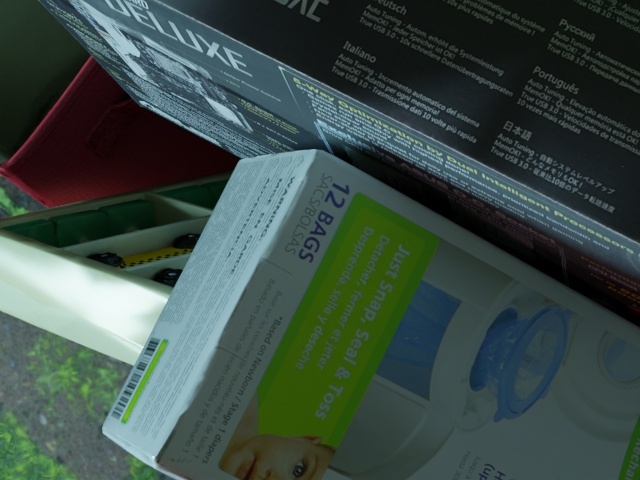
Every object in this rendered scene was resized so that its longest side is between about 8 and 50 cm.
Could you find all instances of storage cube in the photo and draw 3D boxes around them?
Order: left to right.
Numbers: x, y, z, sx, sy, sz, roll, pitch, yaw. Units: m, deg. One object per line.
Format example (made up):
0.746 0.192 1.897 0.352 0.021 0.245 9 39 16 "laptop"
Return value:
-0.104 -0.106 0.975 0.215 0.184 0.193 36 177 34 "storage cube"

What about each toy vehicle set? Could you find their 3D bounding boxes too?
0.000 0.000 0.860 0.267 0.035 0.166 -14 -161 -38 "toy vehicle set"

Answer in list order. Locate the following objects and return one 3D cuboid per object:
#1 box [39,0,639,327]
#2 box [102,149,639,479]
0.048 -0.045 0.663 0.307 0.076 0.242 28 174 14 "box"
0.046 0.065 0.654 0.203 0.114 0.103 29 173 -14 "box"
